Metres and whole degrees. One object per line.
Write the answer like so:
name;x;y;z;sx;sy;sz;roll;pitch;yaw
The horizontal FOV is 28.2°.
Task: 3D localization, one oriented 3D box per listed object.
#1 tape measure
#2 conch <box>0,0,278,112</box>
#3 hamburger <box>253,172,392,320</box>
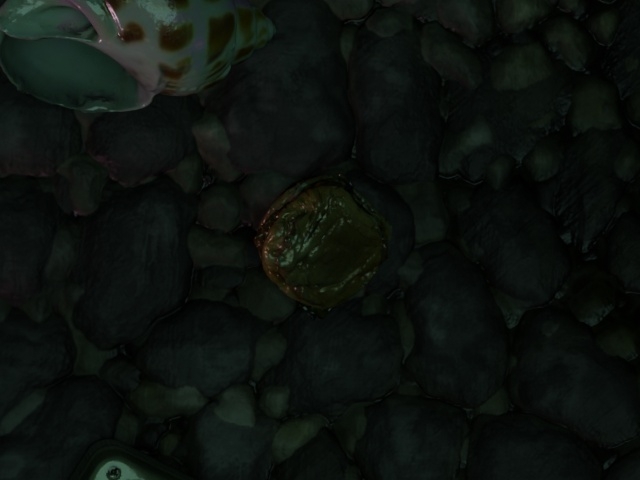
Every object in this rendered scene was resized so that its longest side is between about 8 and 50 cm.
tape measure;-0.261;0.418;1.831;0.235;0.115;0.207;31;88;-22
conch;-0.230;-0.276;1.650;0.368;0.197;0.249;19;128;-20
hamburger;0.000;0.000;1.835;0.183;0.130;0.206;-45;130;-3
